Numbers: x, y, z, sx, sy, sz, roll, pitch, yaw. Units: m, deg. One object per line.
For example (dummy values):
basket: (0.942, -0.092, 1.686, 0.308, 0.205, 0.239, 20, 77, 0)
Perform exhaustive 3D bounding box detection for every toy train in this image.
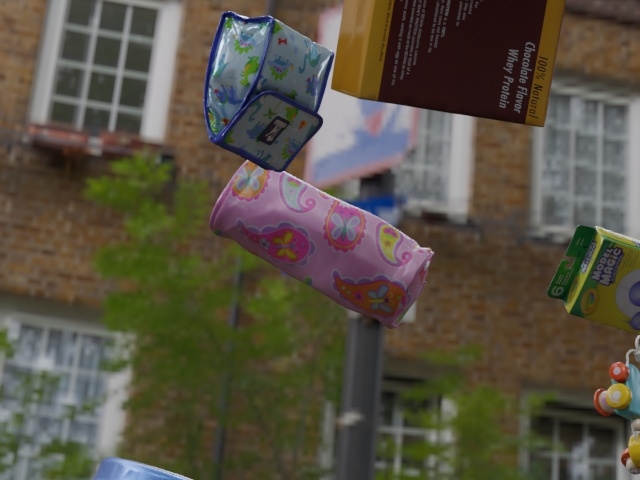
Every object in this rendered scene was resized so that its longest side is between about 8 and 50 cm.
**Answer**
toy train: (0.327, 0.186, 1.665, 0.046, 0.166, 0.125, -20, 10, 33)

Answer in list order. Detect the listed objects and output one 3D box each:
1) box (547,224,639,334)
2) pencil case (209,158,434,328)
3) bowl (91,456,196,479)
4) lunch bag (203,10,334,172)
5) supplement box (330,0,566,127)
box: (0.365, 0.052, 1.937, 0.179, 0.043, 0.105, 17, -69, -12)
pencil case: (0.000, 0.000, 2.086, 0.284, 0.124, 0.124, 27, -23, 9)
bowl: (-0.054, 0.309, 1.589, 0.391, 0.077, 0.391, 21, -13, 5)
lunch bag: (-0.062, -0.162, 1.827, 0.096, 0.151, 0.129, 13, -6, 37)
supplement box: (0.131, -0.225, 1.655, 0.194, 0.191, 0.129, 7, 8, -13)
